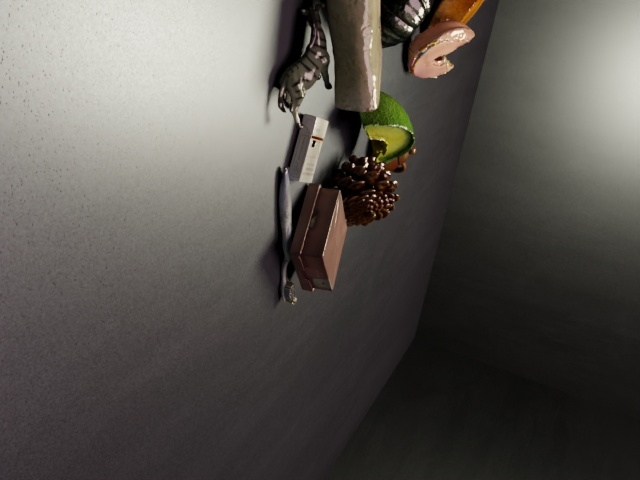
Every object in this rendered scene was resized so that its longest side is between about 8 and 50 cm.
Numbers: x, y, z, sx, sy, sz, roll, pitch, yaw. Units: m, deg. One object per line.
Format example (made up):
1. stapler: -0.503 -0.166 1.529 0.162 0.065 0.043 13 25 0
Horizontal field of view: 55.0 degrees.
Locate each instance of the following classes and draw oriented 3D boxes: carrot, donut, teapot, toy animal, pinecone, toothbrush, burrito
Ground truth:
1. carrot: 0.455 -0.755 2.104 0.258 0.100 0.307 -49 172 -12
2. donut: 0.370 -0.620 1.993 0.199 0.085 0.233 -14 161 -24
3. teapot: 0.245 -0.292 1.991 0.178 0.135 0.252 -60 157 -21
4. toy animal: -0.031 -0.362 1.272 0.216 0.074 0.176 -59 152 -20
5. pinecone: 0.115 -0.142 1.705 0.207 0.208 0.207 -54 154 -42
6. toothbrush: -0.082 -0.001 1.506 0.035 0.042 0.413 -51 150 -45
7. burrito: 0.075 -0.428 1.287 0.143 0.105 0.299 -53 142 -60

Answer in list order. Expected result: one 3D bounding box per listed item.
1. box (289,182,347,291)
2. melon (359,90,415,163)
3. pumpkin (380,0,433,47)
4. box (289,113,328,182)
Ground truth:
1. box: 0.000 0.000 1.591 0.215 0.086 0.215 74 27 -59
2. melon: 0.179 -0.336 1.694 0.265 0.129 0.169 46 31 -70
3. pumpkin: 0.156 -0.548 1.402 0.162 0.221 0.220 28 78 -32
4. box: -0.030 -0.215 1.446 0.084 0.040 0.154 -6 115 -68
